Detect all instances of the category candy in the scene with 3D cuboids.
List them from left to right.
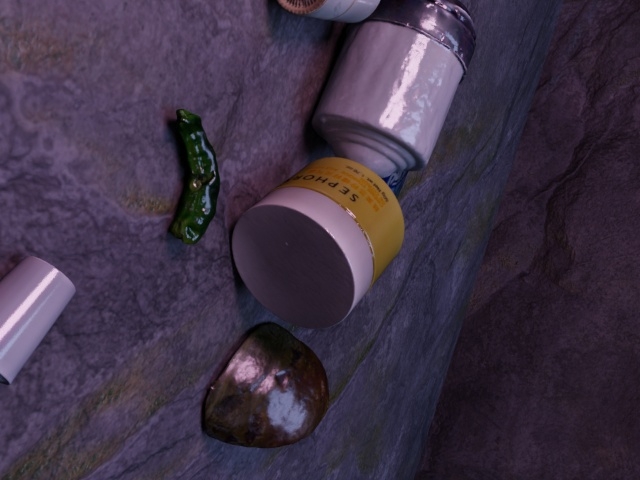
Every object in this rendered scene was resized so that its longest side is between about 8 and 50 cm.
[{"bbox_3d":[0.146,-0.150,1.315,0.331,0.077,0.187,-29,136,-70],"label":"candy"}]

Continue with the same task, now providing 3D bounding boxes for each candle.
[{"bbox_3d":[0.115,-0.241,1.048,0.221,0.221,0.342,32,78,-64],"label":"candle"}]

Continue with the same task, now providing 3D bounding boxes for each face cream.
[{"bbox_3d":[0.000,0.000,0.977,0.179,0.218,0.218,-44,143,-46],"label":"face cream"}]

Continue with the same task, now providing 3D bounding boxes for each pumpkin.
[{"bbox_3d":[-0.056,0.246,1.118,0.312,0.148,0.169,-26,133,-62],"label":"pumpkin"}]

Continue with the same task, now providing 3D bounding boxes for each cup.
[{"bbox_3d":[-0.304,0.084,0.617,0.116,0.074,0.104,-60,176,-33],"label":"cup"}]

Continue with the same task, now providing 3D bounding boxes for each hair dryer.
[{"bbox_3d":[0.096,-0.443,0.829,0.357,0.107,0.173,-41,173,32],"label":"hair dryer"}]

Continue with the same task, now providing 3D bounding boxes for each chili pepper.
[{"bbox_3d":[-0.160,-0.084,0.801,0.073,0.050,0.182,-27,128,-47],"label":"chili pepper"}]
